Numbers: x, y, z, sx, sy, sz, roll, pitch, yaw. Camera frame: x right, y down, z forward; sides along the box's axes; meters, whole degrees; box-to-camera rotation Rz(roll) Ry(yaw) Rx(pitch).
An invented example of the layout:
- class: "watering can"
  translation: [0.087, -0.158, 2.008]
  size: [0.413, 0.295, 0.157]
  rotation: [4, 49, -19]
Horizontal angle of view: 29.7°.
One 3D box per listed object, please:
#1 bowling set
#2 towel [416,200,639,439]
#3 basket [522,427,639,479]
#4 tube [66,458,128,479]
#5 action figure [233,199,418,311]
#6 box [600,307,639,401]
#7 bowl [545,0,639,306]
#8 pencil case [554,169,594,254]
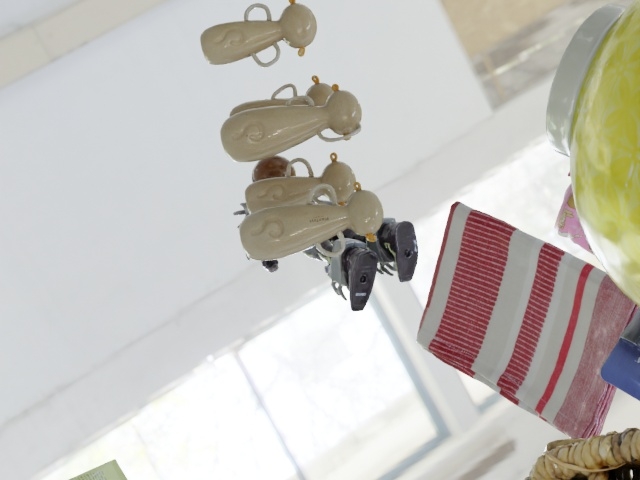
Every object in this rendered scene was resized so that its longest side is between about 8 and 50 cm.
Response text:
- class: "bowling set"
  translation: [-0.021, -0.114, 1.349]
  size: [0.154, 0.287, 0.200]
  rotation: [-13, 174, 6]
- class: "towel"
  translation: [0.279, 0.110, 1.676]
  size: [0.037, 0.237, 0.329]
  rotation: [-8, -151, -45]
- class: "basket"
  translation: [0.202, 0.256, 0.679]
  size: [0.214, 0.299, 0.223]
  rotation: [-5, 167, 14]
- class: "tube"
  translation: [-0.326, 0.324, 1.373]
  size: [0.240, 0.070, 0.062]
  rotation: [-21, 171, -24]
- class: "action figure"
  translation: [0.000, 0.000, 1.580]
  size: [0.185, 0.099, 0.285]
  rotation: [-14, -159, -29]
- class: "box"
  translation: [0.346, 0.051, 1.009]
  size: [0.225, 0.136, 0.036]
  rotation: [-60, -167, 2]
- class: "bowl"
  translation: [0.253, -0.088, 0.839]
  size: [0.156, 0.289, 0.289]
  rotation: [26, -135, 32]
- class: "pencil case"
  translation: [0.561, 0.000, 1.912]
  size: [0.160, 0.386, 0.167]
  rotation: [-16, 130, -60]
